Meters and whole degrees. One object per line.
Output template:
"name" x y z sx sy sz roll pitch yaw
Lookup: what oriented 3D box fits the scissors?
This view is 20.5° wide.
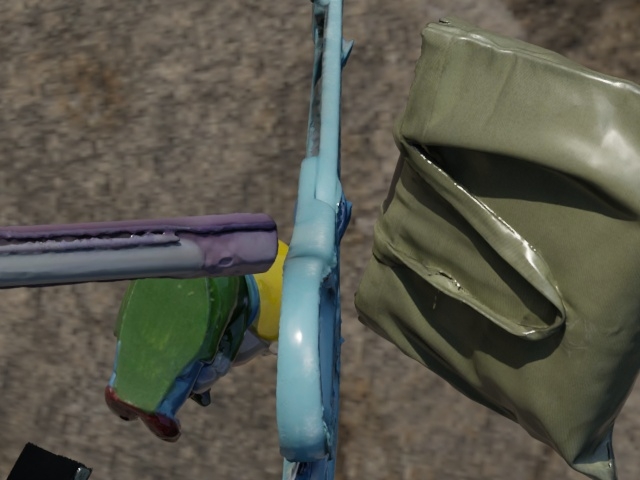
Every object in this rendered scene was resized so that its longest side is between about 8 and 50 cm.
"scissors" 0.001 0.000 0.959 0.032 0.180 0.393 2 48 2

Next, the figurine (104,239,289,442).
"figurine" -0.091 0.081 1.555 0.234 0.127 0.185 5 100 -75

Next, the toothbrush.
"toothbrush" -0.178 0.007 0.551 0.354 0.029 0.024 -3 128 -25

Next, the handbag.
"handbag" 0.150 0.001 1.282 0.109 0.253 0.316 -33 146 -43

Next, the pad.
"pad" -0.252 0.255 1.406 0.193 0.004 0.116 -61 154 -7
